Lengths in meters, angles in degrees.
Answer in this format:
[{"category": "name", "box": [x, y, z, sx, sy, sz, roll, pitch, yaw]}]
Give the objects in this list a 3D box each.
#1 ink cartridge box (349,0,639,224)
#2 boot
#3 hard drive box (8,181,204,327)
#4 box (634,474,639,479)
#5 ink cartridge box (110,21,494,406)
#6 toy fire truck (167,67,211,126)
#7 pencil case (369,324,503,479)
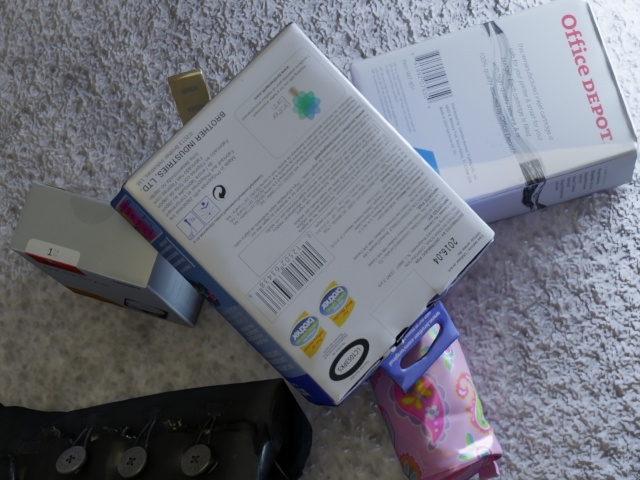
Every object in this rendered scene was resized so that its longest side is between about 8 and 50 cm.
[{"category": "ink cartridge box", "box": [0.216, -0.147, 1.704, 0.307, 0.129, 0.223, -16, 72, 5]}, {"category": "boot", "box": [-0.249, 0.342, 1.562, 0.445, 0.146, 0.367, -3, 58, 18]}, {"category": "hard drive box", "box": [-0.251, 0.021, 1.678, 0.181, 0.232, 0.089, 15, 77, 14]}, {"category": "box", "box": [0.422, 0.317, 1.500, 0.167, 0.203, 0.168, -41, 72, -3]}, {"category": "ink cartridge box", "box": [0.000, 0.000, 1.520, 0.395, 0.151, 0.270, 45, 78, -4]}, {"category": "toy fire truck", "box": [-0.077, -0.126, 1.683, 0.217, 0.246, 0.158, -33, 72, -1]}, {"category": "pencil case", "box": [0.122, 0.162, 1.642, 0.124, 0.124, 0.284, -22, 73, 3]}]
